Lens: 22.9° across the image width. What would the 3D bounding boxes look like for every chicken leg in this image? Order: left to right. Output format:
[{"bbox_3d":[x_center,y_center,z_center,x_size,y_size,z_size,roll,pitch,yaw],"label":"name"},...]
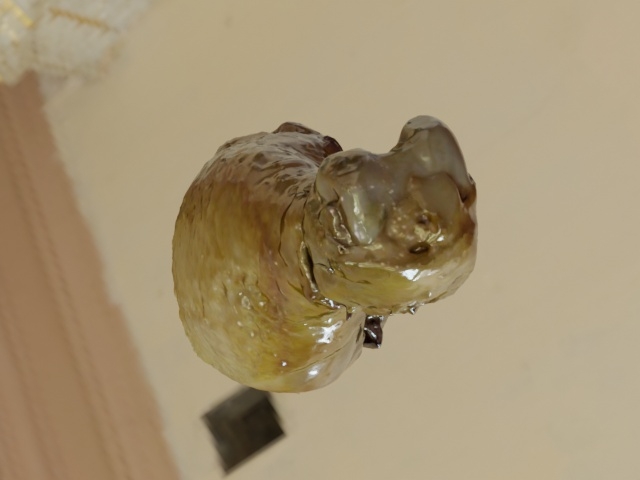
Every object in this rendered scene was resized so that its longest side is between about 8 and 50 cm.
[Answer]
[{"bbox_3d":[-0.003,0.002,0.579,0.251,0.087,0.107,159,93,-76],"label":"chicken leg"}]
